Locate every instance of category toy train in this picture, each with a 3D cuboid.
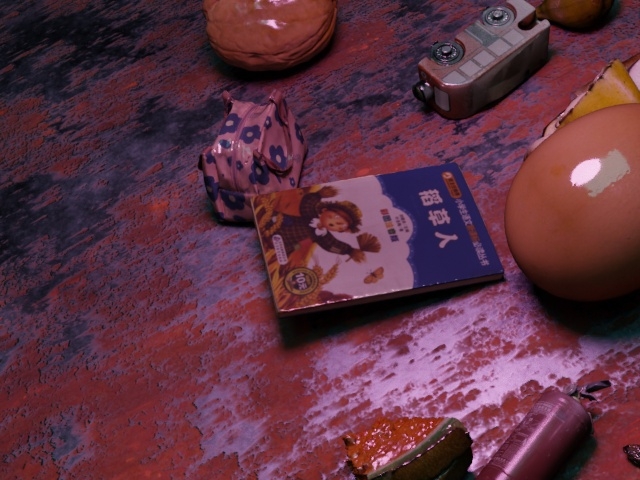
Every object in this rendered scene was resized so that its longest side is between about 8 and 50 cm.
[{"bbox_3d":[0.345,-0.382,2.149,0.326,0.129,0.159,-36,57,-15],"label":"toy train"}]

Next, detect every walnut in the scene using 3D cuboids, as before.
[{"bbox_3d":[-0.117,-0.530,2.309,0.313,0.277,0.252,-1,13,8],"label":"walnut"}]

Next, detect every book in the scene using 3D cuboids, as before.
[{"bbox_3d":[0.100,-0.007,1.913,0.428,0.039,0.300,-10,49,-8],"label":"book"}]

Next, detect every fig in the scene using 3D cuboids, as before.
[{"bbox_3d":[0.560,-0.515,2.227,0.127,0.185,0.133,37,56,-6],"label":"fig"}]

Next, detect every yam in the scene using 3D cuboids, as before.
[{"bbox_3d":[0.636,-0.350,2.090,0.264,0.046,0.046,-30,50,-8],"label":"yam"}]

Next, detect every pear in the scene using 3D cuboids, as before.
[{"bbox_3d":[0.526,-0.196,1.909,0.178,0.267,0.267,45,71,7],"label":"pear"}]

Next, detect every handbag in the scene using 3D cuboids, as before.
[{"bbox_3d":[-0.142,-0.181,2.075,0.190,0.193,0.251,3,53,13],"label":"handbag"}]

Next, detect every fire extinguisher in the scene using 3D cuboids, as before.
[{"bbox_3d":[0.353,0.320,1.584,0.105,0.105,0.269,31,64,34],"label":"fire extinguisher"}]

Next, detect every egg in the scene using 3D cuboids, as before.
[{"bbox_3d":[0.490,-0.066,1.721,0.374,0.301,0.301,-38,50,1],"label":"egg"}]

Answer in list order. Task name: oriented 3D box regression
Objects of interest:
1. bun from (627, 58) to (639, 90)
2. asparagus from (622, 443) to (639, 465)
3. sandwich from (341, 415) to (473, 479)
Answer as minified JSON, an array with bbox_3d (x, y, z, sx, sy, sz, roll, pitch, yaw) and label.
[{"bbox_3d":[0.675,-0.279,1.972,0.173,0.120,0.172,-7,58,12],"label":"bun"},{"bbox_3d":[0.547,0.348,1.552,0.165,0.030,0.036,15,67,25],"label":"asparagus"},{"bbox_3d":[0.143,0.348,1.628,0.185,0.109,0.160,-33,30,-9],"label":"sandwich"}]
